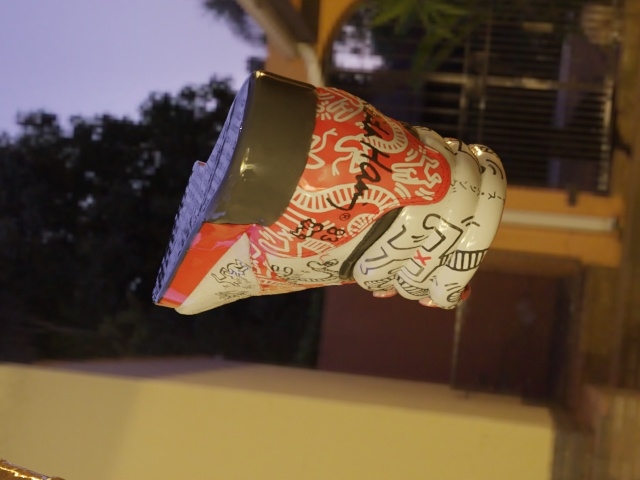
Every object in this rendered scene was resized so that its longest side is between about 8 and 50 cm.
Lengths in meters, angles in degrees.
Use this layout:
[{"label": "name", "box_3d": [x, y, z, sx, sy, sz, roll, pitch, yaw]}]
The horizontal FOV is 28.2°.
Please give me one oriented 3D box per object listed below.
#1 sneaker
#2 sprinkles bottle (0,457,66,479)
[{"label": "sneaker", "box_3d": [0.000, 0.001, 0.674, 0.270, 0.145, 0.090, 137, 148, -69]}, {"label": "sprinkles bottle", "box_3d": [-0.482, 0.294, 1.548, 0.121, 0.356, 0.121, 15, -90, -73]}]
